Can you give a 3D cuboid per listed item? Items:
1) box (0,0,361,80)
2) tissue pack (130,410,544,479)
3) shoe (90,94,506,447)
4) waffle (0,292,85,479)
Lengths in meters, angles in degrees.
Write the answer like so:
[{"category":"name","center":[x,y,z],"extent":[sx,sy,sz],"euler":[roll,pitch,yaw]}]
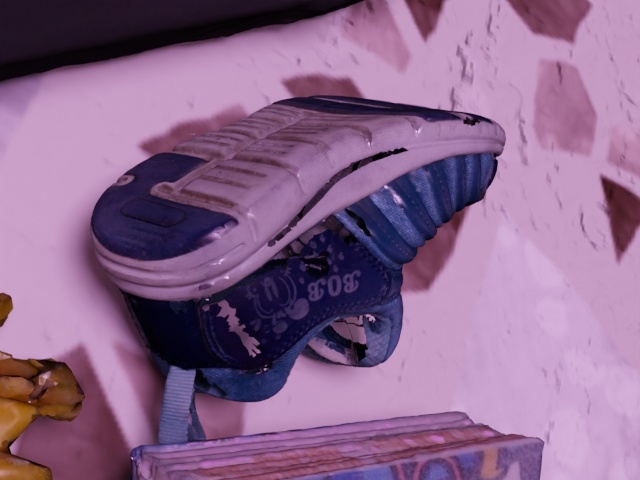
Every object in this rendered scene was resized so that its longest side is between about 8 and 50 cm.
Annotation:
[{"category":"box","center":[-0.103,-0.210,0.492],"extent":[0.290,0.073,0.289],"euler":[-21,90,-38]},{"category":"tissue pack","center":[0.006,0.129,0.462],"extent":[0.155,0.065,0.116],"euler":[-2,100,-36]},{"category":"shoe","center":[0.000,0.000,0.510],"extent":[0.207,0.091,0.106],"euler":[-32,122,-42]},{"category":"waffle","center":[-0.199,0.050,0.367],"extent":[0.229,0.051,0.231],"euler":[51,55,-17]}]
